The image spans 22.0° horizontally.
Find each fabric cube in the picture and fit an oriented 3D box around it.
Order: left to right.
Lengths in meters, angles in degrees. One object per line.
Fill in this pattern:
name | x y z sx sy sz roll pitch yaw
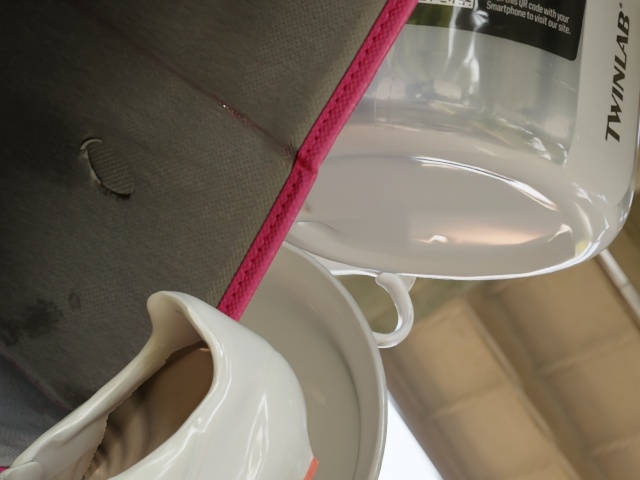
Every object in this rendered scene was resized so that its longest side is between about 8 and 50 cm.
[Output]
fabric cube | -0.154 -0.103 0.498 0.258 0.259 0.254 36 11 33

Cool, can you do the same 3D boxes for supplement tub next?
supplement tub | 0.066 -0.155 0.795 0.193 0.193 0.316 134 -33 -67

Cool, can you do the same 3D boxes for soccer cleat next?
soccer cleat | -0.074 0.102 0.437 0.068 0.196 0.076 14 -27 42

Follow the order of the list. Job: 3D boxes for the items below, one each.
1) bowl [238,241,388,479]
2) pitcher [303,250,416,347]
bowl | -0.088 0.146 1.039 0.298 0.298 0.134 44 -10 32
pitcher | 0.000 0.000 1.537 0.207 0.178 0.125 18 -35 -14
